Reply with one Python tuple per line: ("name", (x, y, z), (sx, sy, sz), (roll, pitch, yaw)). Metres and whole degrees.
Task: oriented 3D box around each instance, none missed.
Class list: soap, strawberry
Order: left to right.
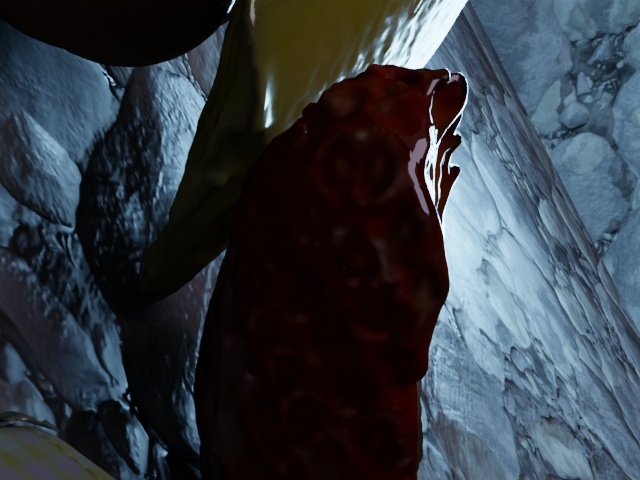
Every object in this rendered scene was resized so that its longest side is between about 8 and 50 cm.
("strawberry", (-0.001, 0.037, 0.809), (0.336, 0.149, 0.265), (94, 7, -48))
("soap", (0.008, -0.150, 0.961), (0.115, 0.306, 0.427), (33, 41, 13))

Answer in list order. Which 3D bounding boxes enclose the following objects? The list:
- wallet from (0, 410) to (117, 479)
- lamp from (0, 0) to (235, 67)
("wallet", (-0.122, 0.140, 0.479), (0.223, 0.077, 0.309), (37, 6, 16))
("lamp", (-0.145, -0.273, 0.950), (0.305, 0.239, 0.305), (-45, 142, -50))
